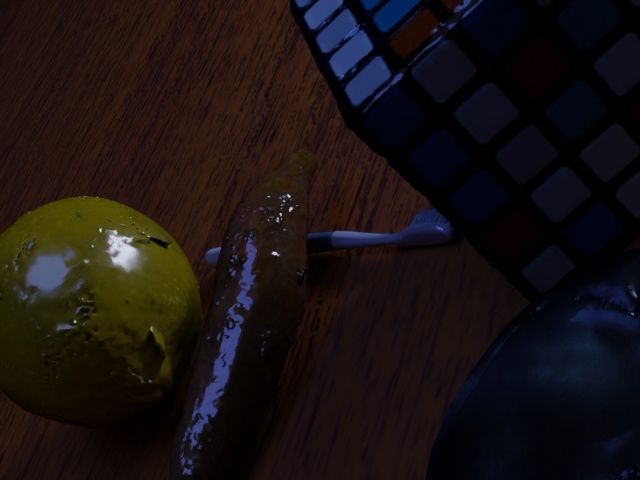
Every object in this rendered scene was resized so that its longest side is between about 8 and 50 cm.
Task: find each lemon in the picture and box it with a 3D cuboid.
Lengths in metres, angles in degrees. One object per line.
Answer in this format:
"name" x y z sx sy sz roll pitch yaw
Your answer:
"lemon" -0.175 0.056 0.890 0.206 0.173 0.173 30 79 40

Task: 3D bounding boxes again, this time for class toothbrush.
"toothbrush" 0.000 0.000 0.875 0.275 0.019 0.025 -7 44 49

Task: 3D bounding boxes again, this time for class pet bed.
"pet bed" 0.139 0.087 0.556 0.201 0.053 0.201 -34 33 25

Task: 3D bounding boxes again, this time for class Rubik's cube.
"Rubik's cube" 0.117 -0.110 0.686 0.182 0.184 0.187 -40 32 12

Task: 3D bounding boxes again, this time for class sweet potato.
"sweet potato" -0.046 0.059 0.809 0.072 0.066 0.314 -13 54 38
